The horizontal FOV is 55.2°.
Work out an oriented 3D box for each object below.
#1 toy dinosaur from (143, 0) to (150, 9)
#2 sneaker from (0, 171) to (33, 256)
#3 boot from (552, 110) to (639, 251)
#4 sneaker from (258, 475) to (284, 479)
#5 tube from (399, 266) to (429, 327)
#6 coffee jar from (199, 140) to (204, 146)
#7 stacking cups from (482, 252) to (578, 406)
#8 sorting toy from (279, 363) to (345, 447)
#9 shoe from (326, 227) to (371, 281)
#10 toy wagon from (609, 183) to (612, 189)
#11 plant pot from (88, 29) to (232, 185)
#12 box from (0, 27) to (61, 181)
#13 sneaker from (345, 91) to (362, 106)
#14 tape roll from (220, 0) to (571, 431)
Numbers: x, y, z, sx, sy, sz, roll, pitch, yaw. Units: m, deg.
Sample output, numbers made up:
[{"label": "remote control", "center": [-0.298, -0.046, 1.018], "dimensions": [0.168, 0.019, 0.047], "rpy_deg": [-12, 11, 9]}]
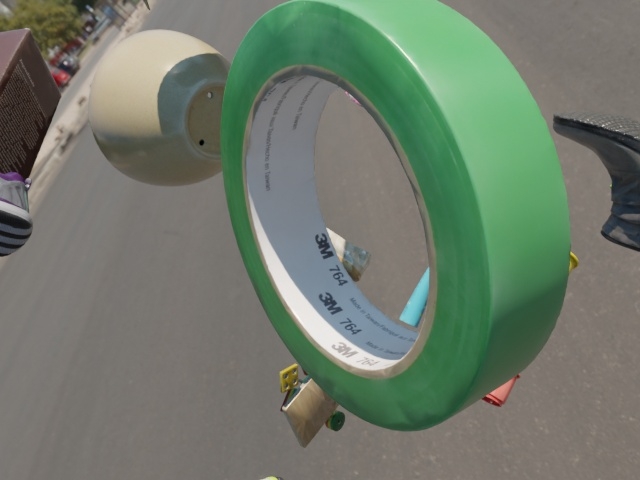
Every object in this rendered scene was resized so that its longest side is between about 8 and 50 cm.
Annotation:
[{"label": "toy dinosaur", "center": [-0.240, -0.397, 0.716], "dimensions": [0.064, 0.211, 0.112], "rpy_deg": [13, 62, 20]}, {"label": "sneaker", "center": [-0.374, -0.061, 0.551], "dimensions": [0.083, 0.223, 0.098], "rpy_deg": [-41, 43, 22]}, {"label": "boot", "center": [0.562, -0.103, 1.146], "dimensions": [0.118, 0.223, 0.338], "rpy_deg": [-17, 37, -35]}, {"label": "sneaker", "center": [-0.128, 0.448, 0.928], "dimensions": [0.084, 0.097, 0.235], "rpy_deg": [39, 109, 46]}, {"label": "tube", "center": [0.271, 0.124, 1.595], "dimensions": [0.207, 0.052, 0.080], "rpy_deg": [-65, -9, -1]}, {"label": "coffee jar", "center": [-0.260, -0.215, 1.118], "dimensions": [0.096, 0.185, 0.079], "rpy_deg": [-16, 18, -14]}, {"label": "stacking cups", "center": [0.373, 0.156, 1.150], "dimensions": [0.316, 0.096, 0.096], "rpy_deg": [-58, 29, -13]}, {"label": "sorting toy", "center": [-0.033, 0.348, 1.328], "dimensions": [0.046, 0.275, 0.132], "rpy_deg": [13, 46, 39]}, {"label": "shoe", "center": [0.000, 0.000, 1.176], "dimensions": [0.219, 0.076, 0.058], "rpy_deg": [33, 79, 19]}, {"label": "toy wagon", "center": [0.742, -0.199, 1.319], "dimensions": [0.267, 0.068, 0.344], "rpy_deg": [-48, -9, 14]}, {"label": "plant pot", "center": [-0.231, -0.220, 1.073], "dimensions": [0.191, 0.284, 0.284], "rpy_deg": [21, 73, 45]}, {"label": "box", "center": [-0.528, -0.144, 0.877], "dimensions": [0.191, 0.143, 0.382], "rpy_deg": [-7, 48, 3]}, {"label": "sneaker", "center": [0.089, -0.375, 1.444], "dimensions": [0.072, 0.077, 0.178], "rpy_deg": [-39, 57, 17]}, {"label": "tape roll", "center": [0.030, -0.020, 0.474], "dimensions": [0.077, 0.321, 0.321], "rpy_deg": [-18, 12, -30]}]
